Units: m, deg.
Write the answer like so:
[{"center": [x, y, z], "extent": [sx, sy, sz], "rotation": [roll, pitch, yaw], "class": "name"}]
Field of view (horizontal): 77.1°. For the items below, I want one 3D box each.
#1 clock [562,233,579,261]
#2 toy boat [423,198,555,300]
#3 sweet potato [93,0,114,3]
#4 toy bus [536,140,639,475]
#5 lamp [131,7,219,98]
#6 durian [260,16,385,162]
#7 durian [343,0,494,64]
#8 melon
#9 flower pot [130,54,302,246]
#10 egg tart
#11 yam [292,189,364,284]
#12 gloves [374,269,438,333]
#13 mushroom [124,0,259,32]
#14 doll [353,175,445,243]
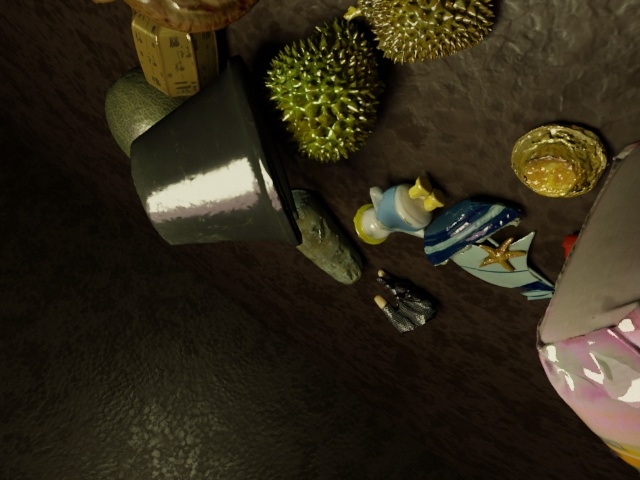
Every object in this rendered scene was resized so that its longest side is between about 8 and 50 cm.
[{"center": [0.471, 0.035, 0.623], "extent": [0.155, 0.061, 0.113], "rotation": [5, 139, 53], "class": "clock"}, {"center": [0.347, 0.033, 0.784], "extent": [0.290, 0.067, 0.220], "rotation": [31, 141, -16], "class": "toy boat"}, {"center": [-0.299, -0.473, 0.684], "extent": [0.314, 0.066, 0.072], "rotation": [-11, 157, 35], "class": "sweet potato"}, {"center": [0.353, 0.027, 0.400], "extent": [0.162, 0.386, 0.171], "rotation": [40, 153, 6], "class": "toy bus"}, {"center": [-0.280, -0.384, 0.791], "extent": [0.161, 0.161, 0.185], "rotation": [34, 151, 7], "class": "lamp"}, {"center": [-0.002, -0.230, 0.678], "extent": [0.200, 0.176, 0.237], "rotation": [57, 165, 5], "class": "durian"}, {"center": [0.105, -0.296, 0.513], "extent": [0.208, 0.102, 0.147], "rotation": [23, 155, 36], "class": "durian"}, {"center": [-0.356, -0.268, 0.971], "extent": [0.301, 0.238, 0.237], "rotation": [45, 153, -23], "class": "melon"}, {"center": [-0.201, -0.140, 0.782], "extent": [0.379, 0.250, 0.380], "rotation": [-17, -90, -88], "class": "flower pot"}, {"center": [0.337, -0.106, 0.575], "extent": [0.130, 0.052, 0.130], "rotation": [30, 150, 20], "class": "egg tart"}, {"center": [0.000, 0.000, 1.075], "extent": [0.330, 0.133, 0.133], "rotation": [47, 152, -24], "class": "yam"}, {"center": [0.222, 0.152, 1.098], "extent": [0.181, 0.106, 0.129], "rotation": [63, 156, 15], "class": "gloves"}, {"center": [-0.195, -0.427, 0.509], "extent": [0.263, 0.283, 0.195], "rotation": [-43, 71, 25], "class": "mushroom"}, {"center": [0.148, -0.053, 0.841], "extent": [0.135, 0.099, 0.241], "rotation": [5, 167, -26], "class": "doll"}]
